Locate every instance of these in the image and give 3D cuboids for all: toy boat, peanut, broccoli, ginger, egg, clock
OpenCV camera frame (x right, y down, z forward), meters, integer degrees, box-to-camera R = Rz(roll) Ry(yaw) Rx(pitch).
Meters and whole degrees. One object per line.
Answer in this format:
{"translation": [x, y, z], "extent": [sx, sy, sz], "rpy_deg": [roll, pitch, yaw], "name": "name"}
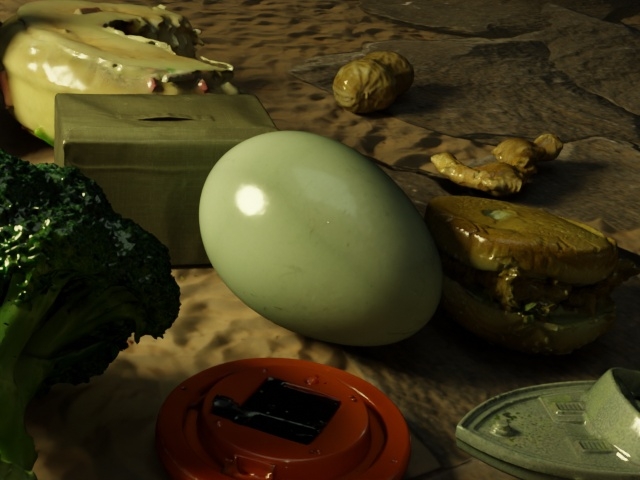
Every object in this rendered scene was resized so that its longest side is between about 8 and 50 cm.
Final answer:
{"translation": [0.264, 0.156, 0.919], "extent": [0.320, 0.092, 0.141], "rpy_deg": [0, 24, -10], "name": "toy boat"}
{"translation": [0.085, -0.243, 1.724], "extent": [0.089, 0.089, 0.193], "rpy_deg": [17, 28, 21], "name": "peanut"}
{"translation": [-0.266, 0.065, 0.851], "extent": [0.298, 0.297, 0.297], "rpy_deg": [5, 52, -3], "name": "broccoli"}
{"translation": [0.242, -0.096, 1.492], "extent": [0.193, 0.052, 0.176], "rpy_deg": [-5, 26, -5], "name": "ginger"}
{"translation": [0.000, 0.000, 1.080], "extent": [0.264, 0.182, 0.183], "rpy_deg": [33, 35, 26], "name": "egg"}
{"translation": [-0.029, 0.153, 0.907], "extent": [0.205, 0.051, 0.205], "rpy_deg": [6, 26, -3], "name": "clock"}

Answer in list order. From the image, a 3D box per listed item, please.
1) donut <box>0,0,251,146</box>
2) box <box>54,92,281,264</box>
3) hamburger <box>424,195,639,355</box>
{"translation": [-0.272, -0.210, 1.479], "extent": [0.307, 0.150, 0.371], "rpy_deg": [3, 24, -23], "name": "donut"}
{"translation": [-0.167, -0.070, 1.221], "extent": [0.232, 0.155, 0.149], "rpy_deg": [-3, 27, -16], "name": "box"}
{"translation": [0.191, 0.028, 1.139], "extent": [0.189, 0.122, 0.215], "rpy_deg": [-6, 24, -38], "name": "hamburger"}
